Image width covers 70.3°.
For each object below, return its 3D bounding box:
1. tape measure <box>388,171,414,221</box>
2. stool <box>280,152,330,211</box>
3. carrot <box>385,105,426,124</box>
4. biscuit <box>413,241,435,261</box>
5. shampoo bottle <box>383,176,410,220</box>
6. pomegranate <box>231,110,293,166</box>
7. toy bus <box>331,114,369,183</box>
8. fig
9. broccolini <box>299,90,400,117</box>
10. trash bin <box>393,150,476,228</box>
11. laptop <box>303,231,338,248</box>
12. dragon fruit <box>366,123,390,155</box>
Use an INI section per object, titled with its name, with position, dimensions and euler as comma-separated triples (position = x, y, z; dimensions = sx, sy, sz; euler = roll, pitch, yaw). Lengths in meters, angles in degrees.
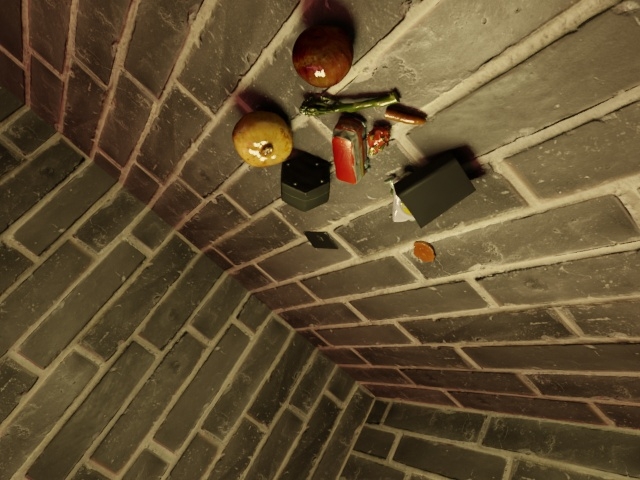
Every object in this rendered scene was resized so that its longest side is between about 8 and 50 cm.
[tape measure]
position = 0.356, -0.163, 1.713
dimensions = 0.178, 0.105, 0.196
euler = 6, 125, 6
[stool]
position = -0.065, -0.248, 1.919
dimensions = 0.232, 0.232, 0.141
euler = 25, 148, 15
[carrot]
position = 0.282, -0.408, 1.505
dimensions = 0.139, 0.048, 0.048
euler = 21, 148, 20
[biscuit]
position = 0.464, 0.050, 2.032
dimensions = 0.102, 0.019, 0.131
euler = 14, 145, 30
[shampoo bottle]
position = 0.326, -0.168, 1.802
dimensions = 0.065, 0.065, 0.204
euler = -6, 132, 49
[pomegranate]
position = -0.230, -0.406, 1.825
dimensions = 0.248, 0.248, 0.248
euler = 25, 150, 16
[toy bus]
position = 0.109, -0.335, 1.709
dimensions = 0.121, 0.120, 0.265
euler = 19, 149, 21
[fig]
position = 0.010, -0.566, 1.415
dimensions = 0.205, 0.205, 0.205
euler = 25, 150, 16
[broccolini]
position = 0.092, -0.488, 1.582
dimensions = 0.391, 0.079, 0.074
euler = 1, 127, 34
[trash bin]
position = 0.393, -0.180, 1.570
dimensions = 0.225, 0.115, 0.165
euler = -34, 113, 18
[laptop]
position = 0.000, 0.000, 2.423
dimensions = 0.180, 0.016, 0.129
euler = 2, 138, 45
[dragon fruit]
position = 0.203, -0.355, 1.619
dimensions = 0.081, 0.086, 0.116
euler = 33, 141, 12
